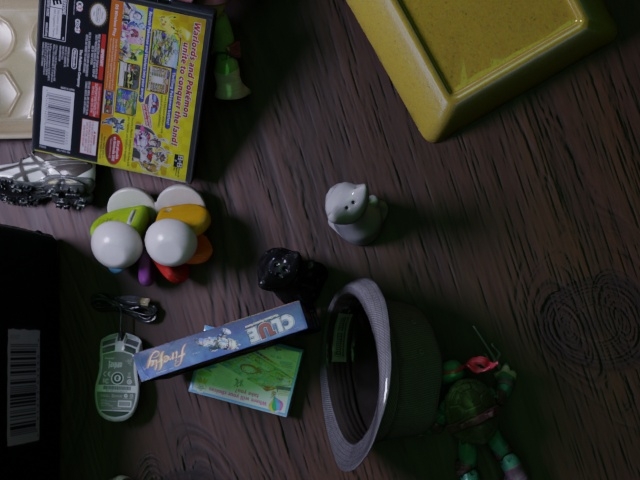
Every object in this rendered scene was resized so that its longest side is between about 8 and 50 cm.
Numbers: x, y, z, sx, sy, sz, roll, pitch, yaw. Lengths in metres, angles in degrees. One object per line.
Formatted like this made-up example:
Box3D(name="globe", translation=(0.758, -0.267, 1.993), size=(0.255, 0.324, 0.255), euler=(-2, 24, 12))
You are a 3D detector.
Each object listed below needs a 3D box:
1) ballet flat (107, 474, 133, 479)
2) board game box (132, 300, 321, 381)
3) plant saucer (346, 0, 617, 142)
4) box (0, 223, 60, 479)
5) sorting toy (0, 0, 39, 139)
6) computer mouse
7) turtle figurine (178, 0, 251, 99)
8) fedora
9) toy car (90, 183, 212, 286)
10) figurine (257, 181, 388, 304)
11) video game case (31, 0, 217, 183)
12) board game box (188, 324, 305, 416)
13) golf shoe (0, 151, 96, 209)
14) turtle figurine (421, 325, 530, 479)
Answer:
Box3D(name="ballet flat", translation=(-0.295, 0.436, 1.803), size=(0.052, 0.057, 0.168), euler=(-10, 79, 34))
Box3D(name="board game box", translation=(-0.128, 0.144, 1.716), size=(0.243, 0.165, 0.042), euler=(-18, 83, 5))
Box3D(name="plant saucer", translation=(0.225, -0.354, 1.737), size=(0.333, 0.081, 0.333), euler=(-30, 102, 4))
Box3D(name="box", translation=(-0.648, 0.224, 1.737), size=(0.472, 0.297, 0.480), euler=(-2, 85, 8))
Box3D(name="sorting toy", translation=(-0.410, -0.272, 1.880), size=(0.307, 0.041, 0.229), euler=(-1, 88, 0))
Box3D(name="computer mouse", translation=(-0.303, 0.177, 1.825), size=(0.106, 0.042, 0.193), euler=(3, 80, 2))
Box3D(name="turtle figurine", translation=(-0.175, -0.357, 1.820), size=(0.198, 0.275, 0.266), euler=(-9, 111, -28))
Box3D(name="fedora", translation=(0.092, 0.187, 1.700), size=(0.124, 0.243, 0.275), euler=(5, 47, -20))
Box3D(name="toy car", translation=(-0.248, 0.004, 1.795), size=(0.182, 0.159, 0.136), euler=(-3, 121, 6))
Box3D(name="figurine", translation=(0.000, 0.000, 1.718), size=(0.215, 0.209, 0.092), euler=(-45, 82, 1))
Box3D(name="video game case", translation=(-0.289, -0.230, 1.751), size=(0.248, 0.035, 0.275), euler=(12, 121, 1))
Box3D(name="board game box", translation=(-0.110, 0.195, 1.806), size=(0.154, 0.026, 0.103), euler=(14, 87, 8))
Box3D(name="golf shoe", translation=(-0.436, -0.103, 1.857), size=(0.198, 0.077, 0.094), euler=(7, 64, 8))
Box3D(name="turtle figurine", translation=(0.210, 0.252, 1.726), size=(0.175, 0.118, 0.234), euler=(-19, 89, 5))
